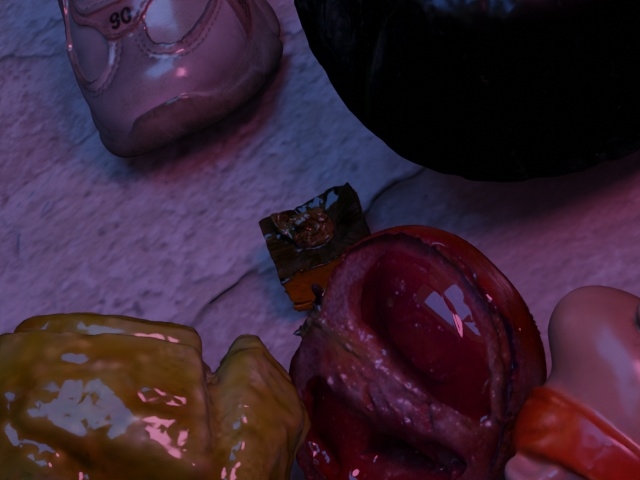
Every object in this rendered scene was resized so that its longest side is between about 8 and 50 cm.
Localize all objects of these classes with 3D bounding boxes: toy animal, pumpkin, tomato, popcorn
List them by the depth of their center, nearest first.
[{"bbox_3d":[0.200,0.096,1.001,0.197,0.171,0.171,-25,42,15],"label":"toy animal"},{"bbox_3d":[-0.124,0.173,1.113,0.225,0.276,0.276,1,41,-13],"label":"popcorn"},{"bbox_3d":[0.072,0.084,1.151,0.173,0.099,0.189,43,121,34],"label":"tomato"},{"bbox_3d":[0.138,-0.178,1.241,0.315,0.238,0.315,-5,73,16],"label":"pumpkin"},{"bbox_3d":[0.000,0.000,1.306,0.074,0.054,0.083,-27,36,4],"label":"pumpkin"}]

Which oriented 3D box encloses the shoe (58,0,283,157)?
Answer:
[{"bbox_3d":[-0.157,-0.227,1.516,0.171,0.198,0.351,-26,40,13],"label":"shoe"}]
